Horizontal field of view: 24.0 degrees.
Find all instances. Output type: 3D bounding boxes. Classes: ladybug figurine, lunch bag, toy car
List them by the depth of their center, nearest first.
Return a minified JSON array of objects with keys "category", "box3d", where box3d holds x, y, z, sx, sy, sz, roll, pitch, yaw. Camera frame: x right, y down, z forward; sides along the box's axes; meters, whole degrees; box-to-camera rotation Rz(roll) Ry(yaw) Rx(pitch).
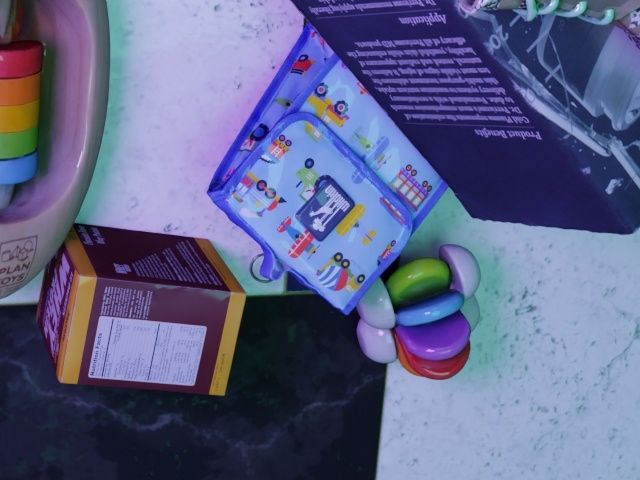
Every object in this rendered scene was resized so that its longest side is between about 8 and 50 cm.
[{"category":"ladybug figurine","box3d":[-0.366,-0.147,1.596,0.305,0.162,0.449,-15,119,-54]},{"category":"lunch bag","box3d":[0.011,-0.076,1.745,0.221,0.138,0.293,43,71,-26]},{"category":"toy car","box3d":[0.134,0.103,1.883,0.159,0.136,0.182,-18,142,-10]}]

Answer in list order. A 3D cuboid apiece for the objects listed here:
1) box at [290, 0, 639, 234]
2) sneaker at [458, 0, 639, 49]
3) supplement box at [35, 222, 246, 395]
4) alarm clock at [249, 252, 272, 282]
[{"category":"box","box3d":[0.244,-0.341,1.617,0.472,0.297,0.480,47,71,-28]},{"category":"sneaker","box3d":[0.203,-0.255,1.365,0.182,0.158,0.410,-47,113,-2]},{"category":"supplement box","box3d":[-0.213,0.076,1.745,0.194,0.191,0.129,7,107,-21]},{"category":"alarm clock","box3d":[0.000,0.000,1.863,0.192,0.064,0.129,-27,116,-4]}]
